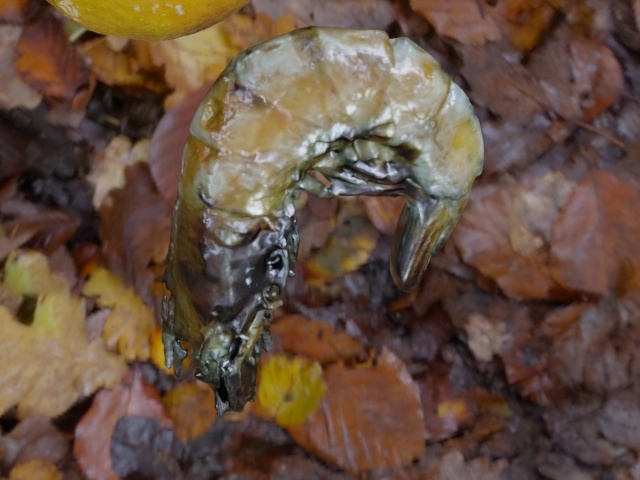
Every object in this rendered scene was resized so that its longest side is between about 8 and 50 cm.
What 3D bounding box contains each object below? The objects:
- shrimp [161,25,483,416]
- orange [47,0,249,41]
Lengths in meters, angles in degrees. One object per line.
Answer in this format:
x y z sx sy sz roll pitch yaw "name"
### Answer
0.000 0.000 1.014 0.233 0.071 0.365 2 126 -13 "shrimp"
-0.131 -0.254 0.994 0.219 0.219 0.193 37 131 -13 "orange"
